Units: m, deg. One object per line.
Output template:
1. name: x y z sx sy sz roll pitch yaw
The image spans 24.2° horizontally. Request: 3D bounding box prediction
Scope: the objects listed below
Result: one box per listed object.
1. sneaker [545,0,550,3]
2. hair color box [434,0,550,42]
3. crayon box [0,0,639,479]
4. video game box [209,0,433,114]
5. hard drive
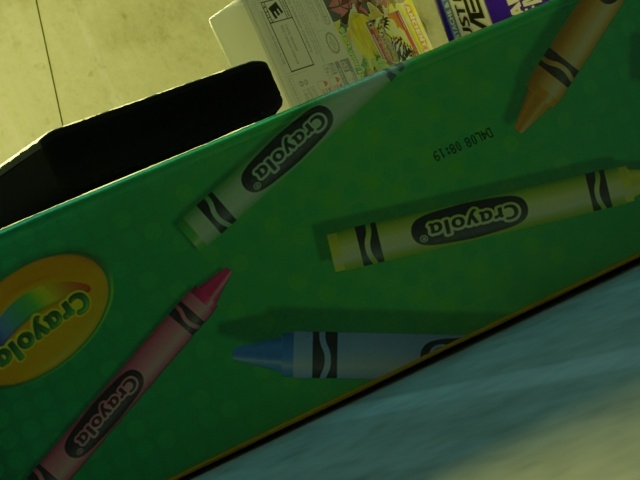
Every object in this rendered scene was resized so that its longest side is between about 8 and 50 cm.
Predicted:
1. sneaker: 0.095 -0.062 0.636 0.223 0.083 0.098 -41 -20 19
2. hair color box: 0.252 -0.222 1.043 0.185 0.110 0.339 -21 1 -38
3. crayon box: 0.000 0.000 0.489 0.278 0.081 0.165 -24 2 -16
4. video game box: 0.029 -0.098 1.116 0.048 0.205 0.187 -24 0 44
5. hard drive: -0.085 -0.022 0.532 0.094 0.022 0.135 -25 1 -38
